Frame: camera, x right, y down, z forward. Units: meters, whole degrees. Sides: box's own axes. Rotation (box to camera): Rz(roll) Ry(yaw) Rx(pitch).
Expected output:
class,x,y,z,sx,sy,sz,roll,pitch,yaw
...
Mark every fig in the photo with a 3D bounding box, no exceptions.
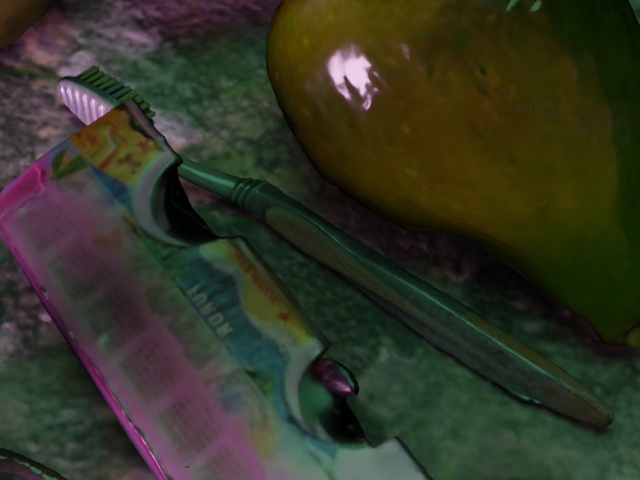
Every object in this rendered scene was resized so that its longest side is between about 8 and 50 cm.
class,x,y,z,sx,sy,sz,roll,pitch,yaw
fig,0.107,-0.064,0.707,0.206,0.206,0.275,-39,89,-23

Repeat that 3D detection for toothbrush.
class,x,y,z,sx,sy,sz,roll,pitch,yaw
toothbrush,0.000,0.000,0.731,0.375,0.028,0.037,33,43,15

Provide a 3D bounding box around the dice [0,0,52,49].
class,x,y,z,sx,sy,sz,roll,pitch,yaw
dice,-0.285,-0.233,0.732,0.226,0.238,0.233,-25,64,-17

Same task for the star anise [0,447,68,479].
class,x,y,z,sx,sy,sz,roll,pitch,yaw
star anise,-0.151,0.109,0.605,0.227,0.148,0.219,-5,67,-15

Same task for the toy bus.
class,x,y,z,sx,sy,sz,roll,pitch,yaw
toy bus,-0.054,0.061,0.656,0.112,0.090,0.274,-33,66,-14
